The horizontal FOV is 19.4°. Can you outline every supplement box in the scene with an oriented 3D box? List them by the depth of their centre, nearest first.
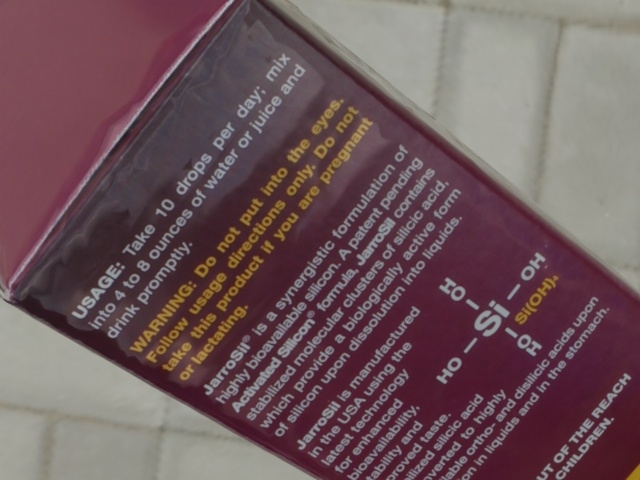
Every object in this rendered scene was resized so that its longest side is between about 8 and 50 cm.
[{"bbox_3d":[0.000,0.000,0.452,0.188,0.104,0.081,35,97,-38],"label":"supplement box"}]
